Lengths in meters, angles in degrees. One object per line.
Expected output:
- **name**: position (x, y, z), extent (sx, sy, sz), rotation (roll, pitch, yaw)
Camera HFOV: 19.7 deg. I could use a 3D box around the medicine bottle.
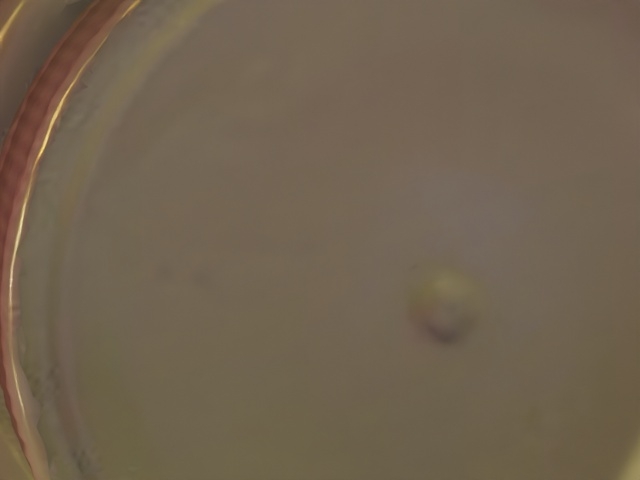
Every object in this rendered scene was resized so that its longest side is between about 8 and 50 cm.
- **medicine bottle**: position (0.000, 0.000, 0.556), extent (0.241, 0.302, 0.241), rotation (-1, 96, -10)
